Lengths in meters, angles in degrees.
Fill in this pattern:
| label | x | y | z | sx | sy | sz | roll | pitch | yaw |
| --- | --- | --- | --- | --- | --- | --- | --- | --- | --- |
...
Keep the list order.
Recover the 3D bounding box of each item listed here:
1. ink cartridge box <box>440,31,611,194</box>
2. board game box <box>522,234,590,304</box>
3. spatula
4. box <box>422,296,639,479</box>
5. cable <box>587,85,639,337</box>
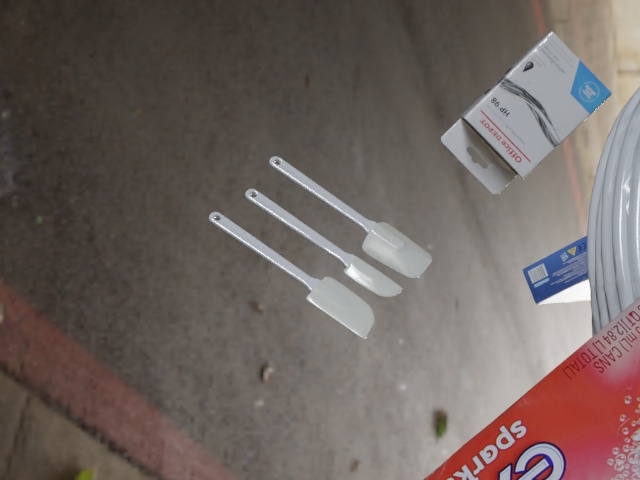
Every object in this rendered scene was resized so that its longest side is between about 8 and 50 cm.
| label | x | y | z | sx | sy | sz | roll | pitch | yaw |
| --- | --- | --- | --- | --- | --- | --- | --- | --- | --- |
| ink cartridge box | 0.240 | -0.146 | 1.500 | 0.104 | 0.180 | 0.060 | 45 | 6 | -4 |
| board game box | 0.286 | -0.003 | 1.050 | 0.136 | 0.201 | 0.035 | -1 | 66 | -48 |
| spatula | 0.000 | 0.000 | 1.540 | 0.168 | 0.242 | 0.019 | -47 | 164 | -33 |
| box | 0.084 | 0.137 | 0.378 | 0.122 | 0.257 | 0.128 | 44 | 7 | -42 |
| cable | 0.248 | 0.020 | 0.742 | 0.257 | 0.089 | 0.257 | -16 | 96 | -47 |
